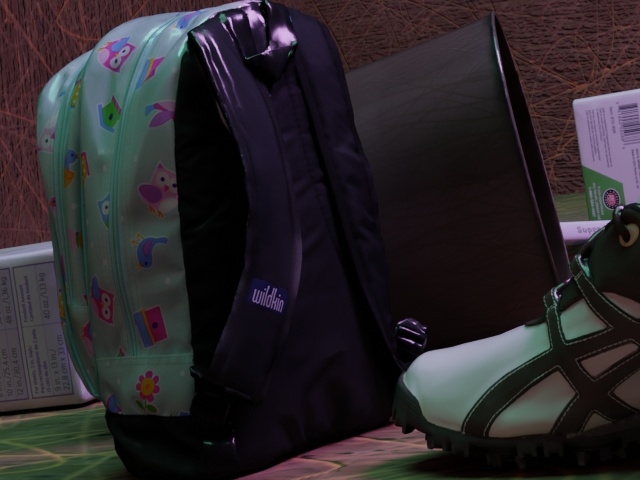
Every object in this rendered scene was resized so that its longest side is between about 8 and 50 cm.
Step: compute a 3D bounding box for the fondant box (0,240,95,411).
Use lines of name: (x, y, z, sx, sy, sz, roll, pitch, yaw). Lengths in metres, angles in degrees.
fondant box: (-0.237, 0.057, 1.069, 0.330, 0.096, 0.238, -9, 2, 24)

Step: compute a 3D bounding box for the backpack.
backpack: (-0.043, -0.004, 0.649, 0.115, 0.182, 0.152, -8, 3, 33)

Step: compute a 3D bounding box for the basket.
basket: (0.000, 0.000, 0.794, 0.226, 0.154, 0.204, -14, -31, 10)

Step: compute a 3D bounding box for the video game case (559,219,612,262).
video game case: (0.143, 0.013, 1.055, 0.166, 0.015, 0.119, -3, -17, -38)

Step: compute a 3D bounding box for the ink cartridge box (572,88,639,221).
ink cartridge box: (0.397, -0.097, 1.763, 0.208, 0.153, 0.087, -7, 2, 28)

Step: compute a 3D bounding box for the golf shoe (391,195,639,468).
golf shoe: (0.105, 0.023, 0.517, 0.198, 0.094, 0.077, -9, 2, 38)
